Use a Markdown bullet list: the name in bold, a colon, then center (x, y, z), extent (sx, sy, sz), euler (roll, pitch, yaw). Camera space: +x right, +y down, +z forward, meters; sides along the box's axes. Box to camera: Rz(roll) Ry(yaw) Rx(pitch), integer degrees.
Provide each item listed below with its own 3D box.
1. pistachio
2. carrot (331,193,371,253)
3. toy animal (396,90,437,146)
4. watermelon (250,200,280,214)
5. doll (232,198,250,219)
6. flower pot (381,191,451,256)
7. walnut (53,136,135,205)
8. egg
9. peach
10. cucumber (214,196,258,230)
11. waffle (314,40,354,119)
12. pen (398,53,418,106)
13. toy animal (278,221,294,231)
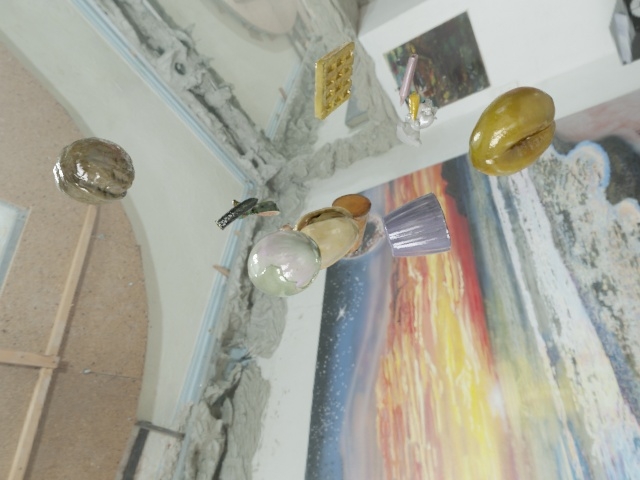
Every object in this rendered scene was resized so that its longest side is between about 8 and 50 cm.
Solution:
- **pistachio**: center (0.000, 0.000, 1.598), extent (0.238, 0.321, 0.229), euler (52, -174, -43)
- **carrot**: center (0.150, -0.071, 1.934), extent (0.196, 0.196, 0.254), euler (-73, -16, -47)
- **toy animal**: center (0.307, -0.395, 1.273), extent (0.131, 0.181, 0.127), euler (41, 172, -8)
- **watermelon**: center (-0.303, -0.170, 2.271), extent (0.245, 0.119, 0.063), euler (-9, -108, -56)
- **doll**: center (-0.423, -0.157, 2.079), extent (0.113, 0.076, 0.078), euler (40, -173, 21)
- **flower pot**: center (0.397, -0.051, 1.715), extent (0.265, 0.243, 0.265), euler (-15, -90, -84)
- **walnut**: center (-0.782, -0.239, 1.394), extent (0.248, 0.248, 0.248), euler (38, -137, -47)
- **egg**: center (-0.091, 0.057, 1.100), extent (0.183, 0.217, 0.183), euler (29, -136, -33)
- **peach**: center (0.520, -0.289, 1.104), extent (0.251, 0.251, 0.153), euler (38, -172, -48)
- **cucumber**: center (-0.412, -0.141, 1.986), extent (0.067, 0.245, 0.067), euler (53, -175, -7)
- **waffle**: center (0.054, -0.638, 1.613), extent (0.221, 0.055, 0.247), euler (-47, -25, -34)
- **pen**: center (0.327, -0.597, 1.522), extent (0.053, 0.032, 0.197), euler (-49, -22, -40)
- **toy animal**: center (-0.185, -0.039, 2.064), extent (0.082, 0.091, 0.114), euler (57, -143, -30)
